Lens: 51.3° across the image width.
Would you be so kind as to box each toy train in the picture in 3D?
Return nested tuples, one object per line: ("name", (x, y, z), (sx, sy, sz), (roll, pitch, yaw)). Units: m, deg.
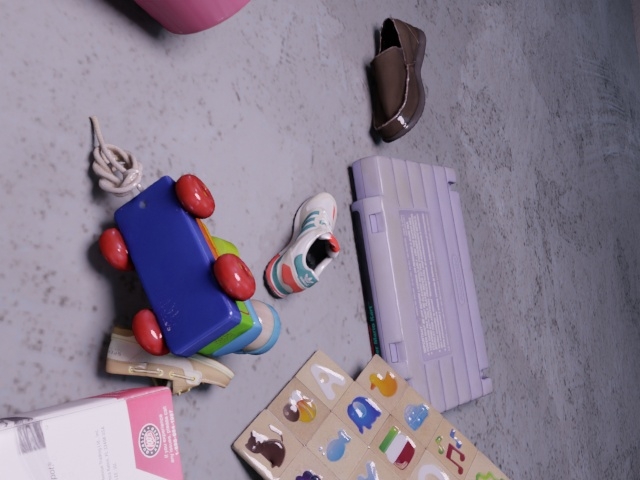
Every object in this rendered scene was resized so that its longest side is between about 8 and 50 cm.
("toy train", (-0.127, -0.003, 0.627), (0.248, 0.105, 0.143), (60, 8, 26))

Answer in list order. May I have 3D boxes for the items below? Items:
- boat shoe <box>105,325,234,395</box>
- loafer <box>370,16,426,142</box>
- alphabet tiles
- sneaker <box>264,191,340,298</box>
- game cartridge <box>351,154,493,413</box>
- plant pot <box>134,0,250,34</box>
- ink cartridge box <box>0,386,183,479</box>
("boat shoe", (-0.138, 0.118, 0.611), (0.135, 0.050, 0.045), (31, 71, -39))
("loafer", (0.102, -0.241, 0.987), (0.078, 0.080, 0.220), (28, 53, -31))
("alphabet tiles", (0.078, 0.284, 0.719), (0.342, 0.011, 0.285), (43, 43, 4))
("sneaker", (0.000, 0.000, 0.782), (0.057, 0.075, 0.161), (53, 45, -26))
("game cartridge", (0.145, 0.062, 0.954), (0.230, 0.068, 0.355), (-1, 80, -46))
("plant pot", (-0.145, -0.305, 0.626), (0.180, 0.201, 0.201), (55, 41, -47))
("ink cartridge box", (-0.207, 0.202, 0.464), (0.218, 0.092, 0.158), (-2, 81, -52))
